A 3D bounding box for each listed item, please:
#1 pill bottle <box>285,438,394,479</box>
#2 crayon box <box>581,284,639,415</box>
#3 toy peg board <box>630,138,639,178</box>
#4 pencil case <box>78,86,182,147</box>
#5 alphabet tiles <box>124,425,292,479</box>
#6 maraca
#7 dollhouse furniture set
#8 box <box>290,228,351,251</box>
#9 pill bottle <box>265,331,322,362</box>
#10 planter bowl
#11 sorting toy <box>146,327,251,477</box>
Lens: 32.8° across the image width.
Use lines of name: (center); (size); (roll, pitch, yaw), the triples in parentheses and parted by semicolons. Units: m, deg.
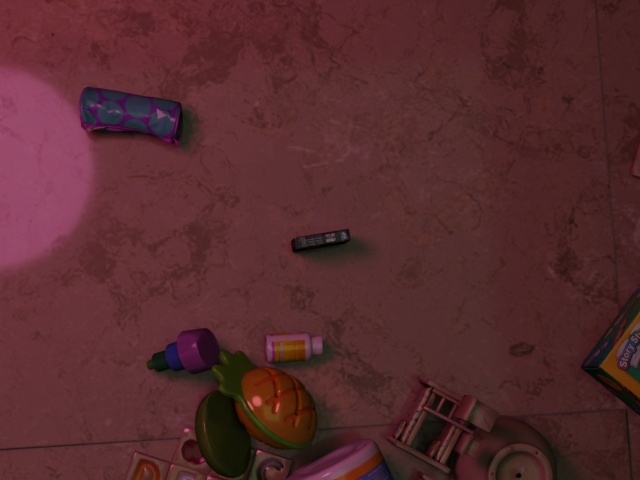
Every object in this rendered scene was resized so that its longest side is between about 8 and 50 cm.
pill bottle: (0.068, 0.438, 1.559); (0.152, 0.152, 0.272); (-25, 89, -8)
crayon box: (0.555, 0.137, 1.678); (0.165, 0.081, 0.278); (39, 82, -2)
toy peg board: (0.596, -0.158, 1.711); (0.160, 0.079, 0.161); (18, 83, -5)
pencil case: (-0.281, -0.184, 1.618); (0.151, 0.064, 0.070); (7, 68, -6)
alphabet tiles: (-0.175, 0.462, 1.599); (0.285, 0.011, 0.342); (19, 83, -4)
maraca: (-0.080, 0.230, 1.578); (0.185, 0.127, 0.099); (40, 113, -8)
dollhouse furniture set: (0.156, 0.300, 1.577); (0.101, 0.161, 0.182); (29, 81, -3)
box: (0.000, 0.000, 1.633); (0.083, 0.067, 0.018); (-9, 86, -8)
pill bottle: (-0.040, 0.160, 1.625); (0.083, 0.043, 0.043); (-3, 85, -6)
planter bowl: (0.281, 0.344, 1.614); (0.162, 0.109, 0.162); (1, 84, -6)
sorting toy: (-0.175, 0.315, 1.573); (0.126, 0.127, 0.365); (-19, 84, 21)
